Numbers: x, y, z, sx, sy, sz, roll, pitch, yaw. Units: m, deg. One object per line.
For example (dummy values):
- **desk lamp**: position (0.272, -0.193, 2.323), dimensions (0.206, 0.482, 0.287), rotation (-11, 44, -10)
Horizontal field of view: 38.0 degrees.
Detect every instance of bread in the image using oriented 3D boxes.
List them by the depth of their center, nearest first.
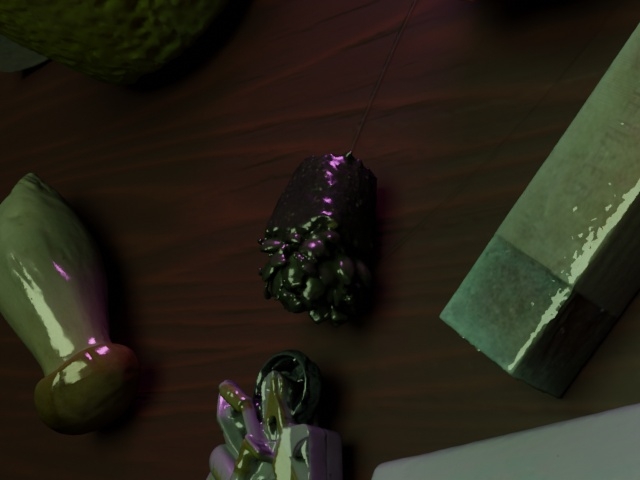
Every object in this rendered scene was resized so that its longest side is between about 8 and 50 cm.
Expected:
- **bread**: position (-0.255, -0.364, 1.006), dimensions (0.348, 0.308, 0.348), rotation (-26, 52, 38)

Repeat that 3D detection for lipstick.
- **lipstick**: position (0.223, -0.073, 0.608), dimensions (0.371, 0.080, 0.076), rotation (-56, 45, 6)

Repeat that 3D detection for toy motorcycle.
- **toy motorcycle**: position (-0.048, 0.205, 0.722), dimensions (0.152, 0.073, 0.225), rotation (-29, 54, 32)

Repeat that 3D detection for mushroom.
- **mushroom**: position (-0.284, 0.048, 0.973), dimensions (0.128, 0.128, 0.350), rotation (-45, 52, 16)

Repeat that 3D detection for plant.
- **plant**: position (0.000, 0.000, 0.763), dimensions (0.092, 0.094, 0.143), rotation (-1, 65, 30)

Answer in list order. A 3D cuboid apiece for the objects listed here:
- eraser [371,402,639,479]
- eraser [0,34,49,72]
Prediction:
- **eraser**: position (0.168, 0.191, 0.518), dimensions (0.290, 0.104, 0.189), rotation (-23, 62, 33)
- **eraser**: position (-0.391, -0.382, 1.284), dimensions (0.174, 0.095, 0.270), rotation (-23, 57, 32)
